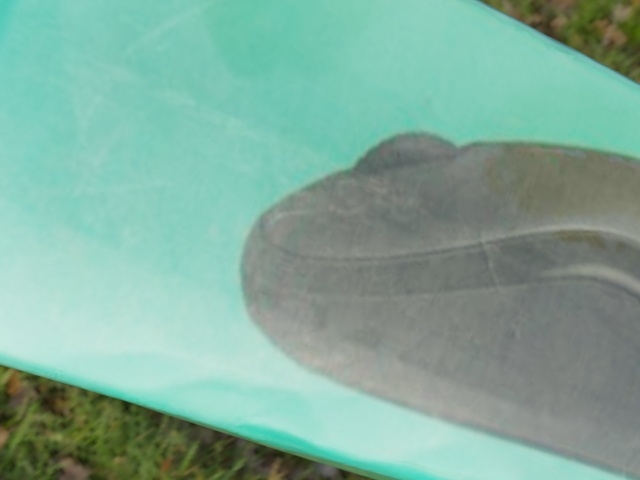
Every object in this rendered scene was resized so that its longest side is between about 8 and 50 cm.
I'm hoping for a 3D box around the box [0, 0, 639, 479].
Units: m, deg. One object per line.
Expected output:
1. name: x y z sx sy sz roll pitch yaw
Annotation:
1. box: 0.000 0.000 0.468 0.311 0.205 0.118 22 83 -32
